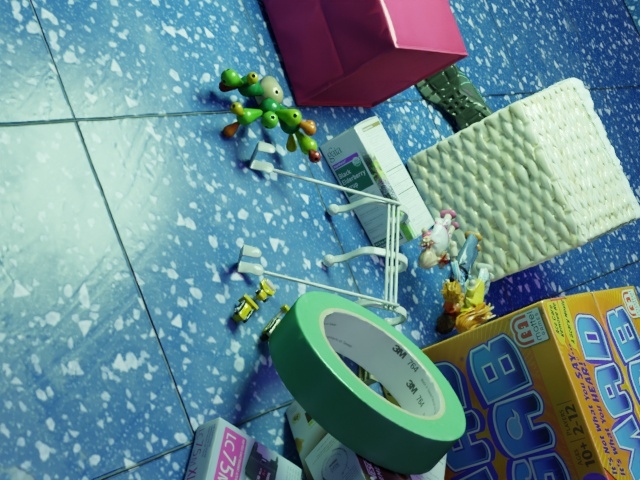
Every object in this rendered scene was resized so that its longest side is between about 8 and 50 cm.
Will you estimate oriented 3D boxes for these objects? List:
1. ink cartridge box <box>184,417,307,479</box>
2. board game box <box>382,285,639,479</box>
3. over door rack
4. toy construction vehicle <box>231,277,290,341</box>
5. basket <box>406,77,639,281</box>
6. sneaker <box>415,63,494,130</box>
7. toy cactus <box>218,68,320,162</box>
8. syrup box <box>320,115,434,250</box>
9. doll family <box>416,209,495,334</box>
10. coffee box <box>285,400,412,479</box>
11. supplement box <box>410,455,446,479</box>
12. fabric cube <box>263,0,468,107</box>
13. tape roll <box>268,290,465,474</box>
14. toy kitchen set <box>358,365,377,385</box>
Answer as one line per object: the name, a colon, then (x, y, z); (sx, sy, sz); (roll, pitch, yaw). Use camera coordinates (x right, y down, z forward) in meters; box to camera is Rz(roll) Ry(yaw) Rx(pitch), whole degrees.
ink cartridge box: (-0.067, 0.407, 1.572); (0.311, 0.065, 0.186); (40, 42, -30)
board game box: (0.385, 0.314, 1.921); (0.356, 0.356, 0.356); (-3, 71, -51)
over door rack: (0.000, 0.000, 1.878); (0.324, 0.108, 0.239); (22, 51, -24)
toy construction vehicle: (-0.094, 0.114, 1.743); (0.086, 0.035, 0.098); (46, 44, -15)
basket: (0.409, -0.113, 2.241); (0.266, 0.328, 0.331); (-19, 84, -51)
sneaker: (0.287, -0.334, 2.445); (0.267, 0.101, 0.106); (49, 17, -17)
toy cactus: (-0.091, -0.226, 1.910); (0.219, 0.112, 0.180); (29, 25, -19)
syrup box: (0.106, -0.103, 2.062); (0.096, 0.093, 0.237); (-33, 95, -53)
doll family: (0.267, 0.075, 2.064); (0.163, 0.118, 0.263); (-59, 141, -40)
coffee box: (0.050, 0.332, 1.642); (0.141, 0.098, 0.246); (36, 17, -31)
supplement box: (0.119, 0.404, 1.751); (0.114, 0.111, 0.220); (38, 43, -28)
fabric cube: (0.079, -0.419, 2.089); (0.254, 0.259, 0.258); (-8, 77, -53)
tape roll: (0.073, 0.211, 1.673); (0.321, 0.077, 0.321); (34, 19, -14)
toy kitchen set: (0.072, 0.191, 1.861); (0.083, 0.068, 0.075); (31, 47, -35)
